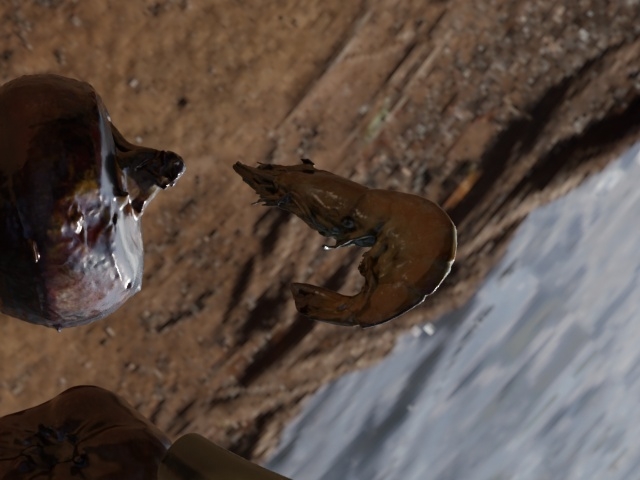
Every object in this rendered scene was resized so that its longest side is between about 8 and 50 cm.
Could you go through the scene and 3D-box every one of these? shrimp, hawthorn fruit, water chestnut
[{"bbox_3d":[0.000,0.000,1.390,0.169,0.296,0.058,-53,143,-24],"label":"shrimp"},{"bbox_3d":[-0.218,0.257,1.191,0.208,0.208,0.248,-28,140,-30],"label":"hawthorn fruit"},{"bbox_3d":[-0.321,-0.055,1.754,0.302,0.350,0.350,-12,143,-4],"label":"water chestnut"}]

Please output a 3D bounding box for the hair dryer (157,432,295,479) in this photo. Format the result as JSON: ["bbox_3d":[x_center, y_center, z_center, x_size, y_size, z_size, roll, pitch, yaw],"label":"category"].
[{"bbox_3d":[-0.045,0.165,0.748,0.225,0.219,0.088,18,95,-36],"label":"hair dryer"}]
